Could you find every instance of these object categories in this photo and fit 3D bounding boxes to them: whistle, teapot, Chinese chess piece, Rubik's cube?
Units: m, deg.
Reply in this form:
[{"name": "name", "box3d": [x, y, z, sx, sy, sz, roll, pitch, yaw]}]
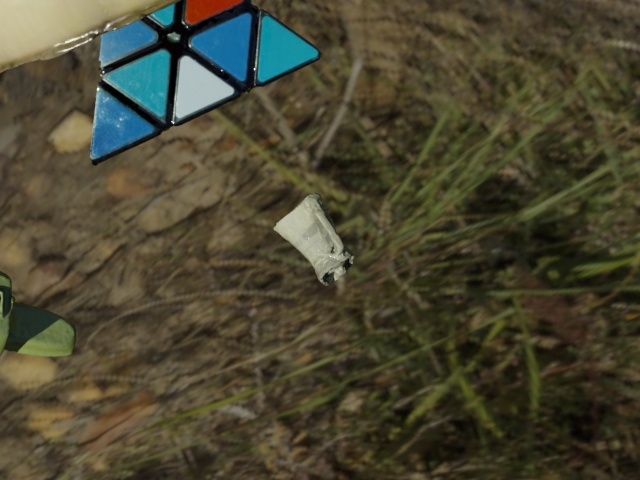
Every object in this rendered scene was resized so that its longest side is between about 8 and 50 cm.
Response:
[{"name": "whistle", "box3d": [-0.403, 0.081, 1.526, 0.288, 0.106, 0.131, 18, 53, -36]}, {"name": "teapot", "box3d": [0.000, 0.000, 1.359, 0.057, 0.067, 0.083, -33, 85, -26]}, {"name": "Chinese chess piece", "box3d": [-0.165, -0.220, 1.012, 0.270, 0.270, 0.112, -32, 112, -26]}, {"name": "Rubik's cube", "box3d": [-0.127, -0.223, 1.611, 0.250, 0.234, 0.284, 1, 91, -2]}]
